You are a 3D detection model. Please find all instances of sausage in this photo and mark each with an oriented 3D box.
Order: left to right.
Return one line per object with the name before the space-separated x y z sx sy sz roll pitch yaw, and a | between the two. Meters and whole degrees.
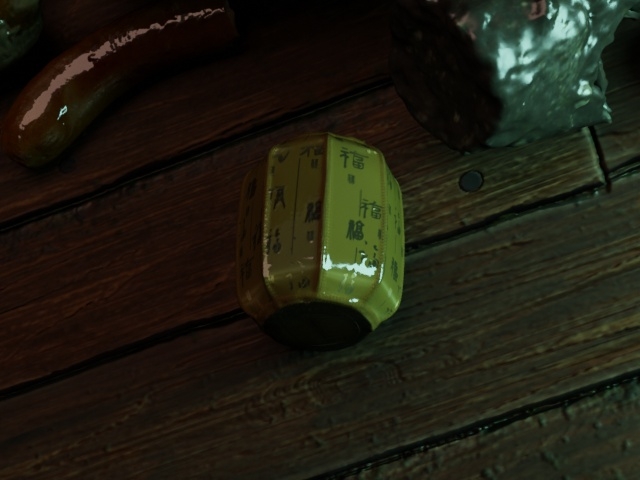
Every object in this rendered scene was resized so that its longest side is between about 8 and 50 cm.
sausage | -0.222 -0.188 1.686 0.302 0.076 0.103 -30 56 3

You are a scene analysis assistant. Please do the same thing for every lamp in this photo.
lamp | 0.000 0.000 1.453 0.161 0.161 0.185 -10 58 16

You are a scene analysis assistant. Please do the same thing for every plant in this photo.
plant | 0.207 -0.208 1.465 0.276 0.188 0.199 -33 48 -22

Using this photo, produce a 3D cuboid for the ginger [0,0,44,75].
ginger | -0.396 -0.316 1.762 0.256 0.176 0.375 -6 67 35
